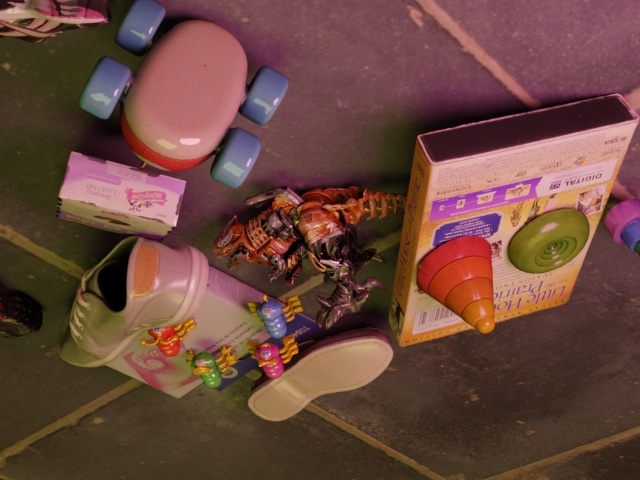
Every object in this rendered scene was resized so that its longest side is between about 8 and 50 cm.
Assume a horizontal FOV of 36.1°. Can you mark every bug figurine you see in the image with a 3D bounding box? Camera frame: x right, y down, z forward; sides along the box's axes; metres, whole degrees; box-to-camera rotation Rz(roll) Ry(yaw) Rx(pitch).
[{"bbox_3d":[-0.156,0.176,1.668,0.279,0.072,0.216,-11,138,12],"label":"bug figurine"}]

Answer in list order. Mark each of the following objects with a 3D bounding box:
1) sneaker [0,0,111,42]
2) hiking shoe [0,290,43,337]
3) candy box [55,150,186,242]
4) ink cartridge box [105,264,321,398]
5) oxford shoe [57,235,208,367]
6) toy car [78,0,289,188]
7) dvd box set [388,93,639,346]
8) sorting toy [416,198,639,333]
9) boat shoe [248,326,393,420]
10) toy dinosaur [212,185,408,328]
[{"bbox_3d":[-0.347,-0.286,1.237,0.178,0.072,0.077,7,153,8],"label":"sneaker"},{"bbox_3d":[-0.605,0.118,1.713,0.114,0.086,0.227,-29,132,28],"label":"hiking shoe"},{"bbox_3d":[-0.294,-0.058,1.427,0.165,0.070,0.196,15,169,-14],"label":"candy box"},{"bbox_3d":[-0.223,0.178,1.779,0.330,0.071,0.324,30,133,-27],"label":"ink cartridge box"},{"bbox_3d":[-0.337,0.095,1.567,0.130,0.169,0.449,16,155,-31],"label":"oxford shoe"},{"bbox_3d":[-0.199,-0.154,1.289,0.219,0.210,0.238,28,148,-12],"label":"toy car"},{"bbox_3d":[0.267,-0.016,1.444,0.308,0.062,0.420,-13,142,-12],"label":"dvd box set"},{"bbox_3d":[0.326,0.045,1.395,0.366,0.126,0.127,-15,142,-10],"label":"sorting toy"},{"bbox_3d":[0.000,0.228,1.803,0.324,0.096,0.116,-33,116,32],"label":"boat shoe"},{"bbox_3d":[0.000,0.000,1.497,0.322,0.164,0.218,-4,128,35],"label":"toy dinosaur"}]
